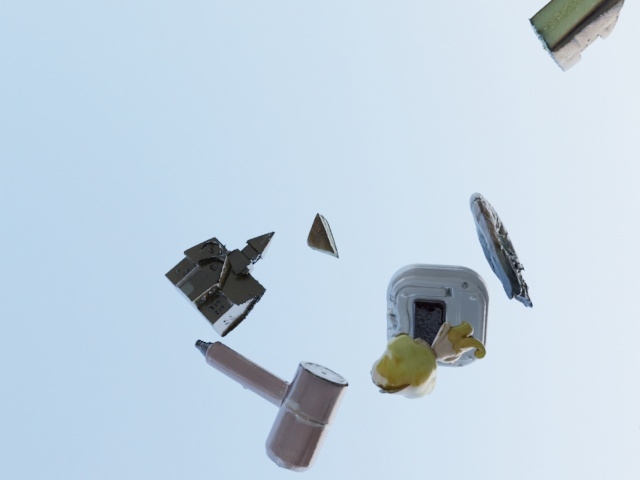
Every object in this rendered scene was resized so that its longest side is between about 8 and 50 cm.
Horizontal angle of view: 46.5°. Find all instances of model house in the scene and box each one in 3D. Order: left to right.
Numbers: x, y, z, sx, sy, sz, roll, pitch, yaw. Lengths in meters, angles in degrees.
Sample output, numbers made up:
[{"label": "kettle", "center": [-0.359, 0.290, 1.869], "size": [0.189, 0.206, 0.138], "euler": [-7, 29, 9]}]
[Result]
[{"label": "model house", "center": [-0.194, 0.055, 1.641], "size": [0.181, 0.176, 0.248], "euler": [43, -103, 15]}]

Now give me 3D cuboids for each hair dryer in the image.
[{"label": "hair dryer", "center": [-0.123, 0.288, 1.460], "size": [0.344, 0.189, 0.107], "euler": [25, -176, 29]}]

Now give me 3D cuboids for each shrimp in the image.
[{"label": "shrimp", "center": [0.288, 0.055, 1.146], "size": [0.198, 0.051, 0.261], "euler": [-87, -28, -55]}]

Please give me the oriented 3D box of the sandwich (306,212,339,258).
[{"label": "sandwich", "center": [0.000, 0.000, 1.209], "size": [0.031, 0.044, 0.083], "euler": [29, -143, -50]}]

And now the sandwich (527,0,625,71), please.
[{"label": "sandwich", "center": [0.587, -0.508, 1.651], "size": [0.128, 0.236, 0.122], "euler": [23, -148, -57]}]

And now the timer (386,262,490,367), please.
[{"label": "timer", "center": [0.272, 0.182, 1.743], "size": [0.237, 0.261, 0.087], "euler": [2, -155, 10]}]

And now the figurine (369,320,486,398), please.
[{"label": "figurine", "center": [0.218, 0.251, 1.557], "size": [0.246, 0.131, 0.156], "euler": [-28, -72, -14]}]
